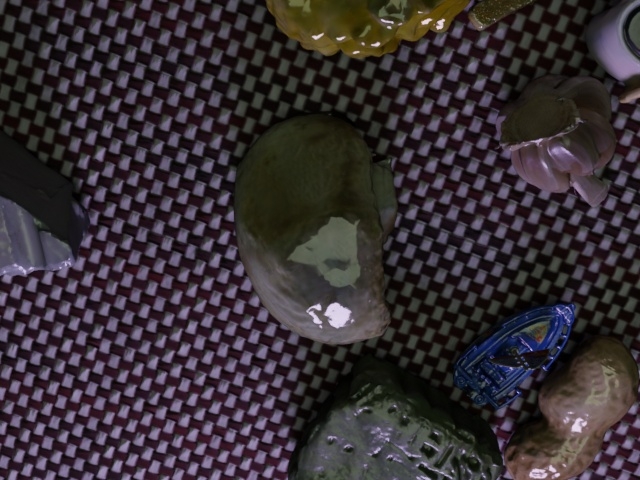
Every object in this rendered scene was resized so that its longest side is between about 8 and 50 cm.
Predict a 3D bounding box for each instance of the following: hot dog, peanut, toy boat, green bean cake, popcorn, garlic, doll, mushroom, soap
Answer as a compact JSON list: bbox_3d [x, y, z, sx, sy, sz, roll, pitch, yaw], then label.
[{"bbox_3d":[0.202,-0.263,1.117,0.090,0.034,0.030,-30,94,-11],"label":"hot dog"},{"bbox_3d":[0.310,0.217,1.231,0.104,0.085,0.228,28,107,2],"label":"peanut"},{"bbox_3d":[0.241,0.139,1.195,0.175,0.110,0.091,-43,102,10],"label":"toy boat"},{"bbox_3d":[0.084,0.279,1.236,0.227,0.125,0.222,31,104,-3],"label":"green bean cake"},{"bbox_3d":[0.049,-0.299,1.011,0.249,0.225,0.249,2,109,6],"label":"popcorn"},{"bbox_3d":[0.285,-0.108,1.130,0.131,0.127,0.194,-33,131,28],"label":"garlic"},{"bbox_3d":[0.312,-0.260,1.075,0.271,0.144,0.208,15,85,-7],"label":"doll"},{"bbox_3d":[-0.008,-0.003,1.129,0.189,0.164,0.267,1,107,-1],"label":"mushroom"},{"bbox_3d":[-0.407,-0.104,1.106,0.258,0.159,0.302,-8,108,7],"label":"soap"}]
